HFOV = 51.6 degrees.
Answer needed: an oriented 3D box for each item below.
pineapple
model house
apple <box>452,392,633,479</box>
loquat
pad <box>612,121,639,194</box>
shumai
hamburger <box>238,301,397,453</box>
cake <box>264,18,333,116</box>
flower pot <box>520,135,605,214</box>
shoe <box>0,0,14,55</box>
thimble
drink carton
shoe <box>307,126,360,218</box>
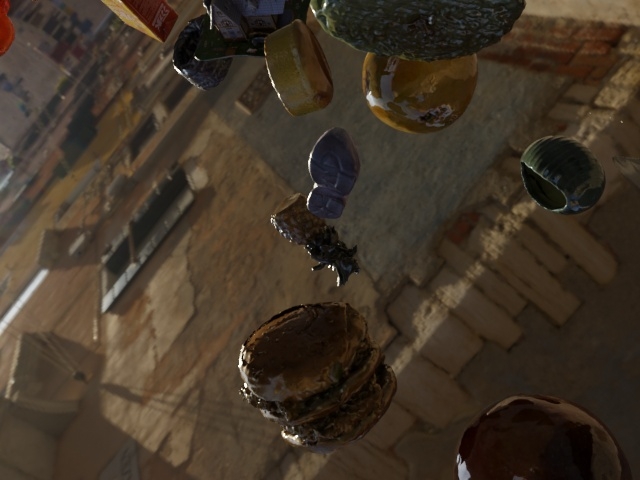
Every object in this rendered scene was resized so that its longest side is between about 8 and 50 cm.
[{"bbox_3d":[0.000,0.000,1.490,0.237,0.119,0.111,47,161,-13],"label":"pineapple"},{"bbox_3d":[-0.105,-0.322,0.912,0.166,0.117,0.088,4,159,16],"label":"model house"},{"bbox_3d":[0.288,0.315,0.852,0.230,0.230,0.230,39,-176,-3],"label":"apple"},{"bbox_3d":[0.226,-0.369,1.496,0.263,0.263,0.263,39,-176,-3],"label":"loquat"},{"bbox_3d":[0.421,-0.032,0.671,0.315,0.063,0.375,47,-168,-2],"label":"pad"},{"bbox_3d":[0.158,-0.449,1.030,0.309,0.264,0.304,15,162,-35],"label":"shumai"},{"bbox_3d":[-0.013,0.237,1.131,0.211,0.260,0.245,64,-164,-16],"label":"hamburger"},{"bbox_3d":[-0.018,-0.155,0.601,0.084,0.044,0.084,-19,-90,-76],"label":"cake"},{"bbox_3d":[0.623,-0.170,1.708,0.243,0.157,0.189,53,171,48],"label":"flower pot"},{"bbox_3d":[-0.478,-0.311,0.851,0.132,0.336,0.171,-82,-29,-50],"label":"shoe"},{"bbox_3d":[-0.184,-0.289,1.027,0.095,0.105,0.066,-11,152,44],"label":"thimble"},{"bbox_3d":[-0.355,-0.457,1.236,0.096,0.071,0.223,28,179,9],"label":"drink carton"},{"bbox_3d":[0.035,-0.153,1.286,0.095,0.138,0.245,16,150,4],"label":"shoe"}]
